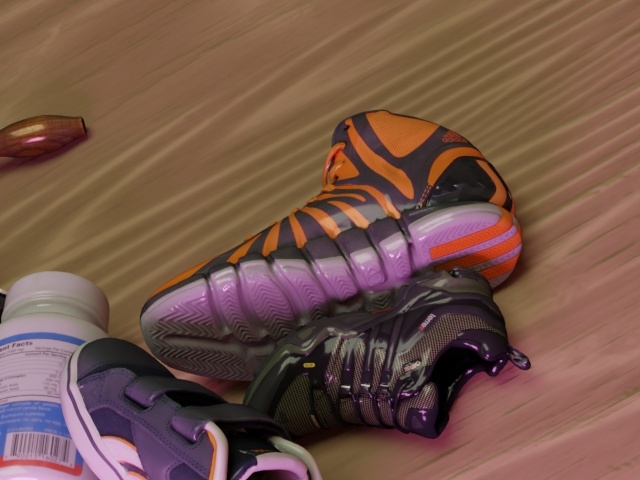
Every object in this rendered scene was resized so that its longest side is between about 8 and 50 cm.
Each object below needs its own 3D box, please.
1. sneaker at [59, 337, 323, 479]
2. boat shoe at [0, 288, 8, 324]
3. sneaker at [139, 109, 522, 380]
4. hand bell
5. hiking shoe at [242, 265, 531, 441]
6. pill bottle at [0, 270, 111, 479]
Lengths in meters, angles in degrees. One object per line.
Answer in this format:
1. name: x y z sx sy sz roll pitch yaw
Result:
1. sneaker: -0.082 0.165 1.265 0.127 0.126 0.321 -55 51 24
2. boat shoe: -0.308 0.073 1.535 0.133 0.049 0.042 -24 43 52
3. sneaker: 0.000 0.000 1.427 0.321 0.125 0.180 -16 41 0
4. hand bell: -0.355 -0.091 1.710 0.242 0.126 0.126 -13 46 1
5. hiking shoe: 0.045 0.110 1.315 0.227 0.086 0.114 -30 44 3
6. pill bottle: -0.227 0.138 1.406 0.124 0.124 0.222 -15 45 16
